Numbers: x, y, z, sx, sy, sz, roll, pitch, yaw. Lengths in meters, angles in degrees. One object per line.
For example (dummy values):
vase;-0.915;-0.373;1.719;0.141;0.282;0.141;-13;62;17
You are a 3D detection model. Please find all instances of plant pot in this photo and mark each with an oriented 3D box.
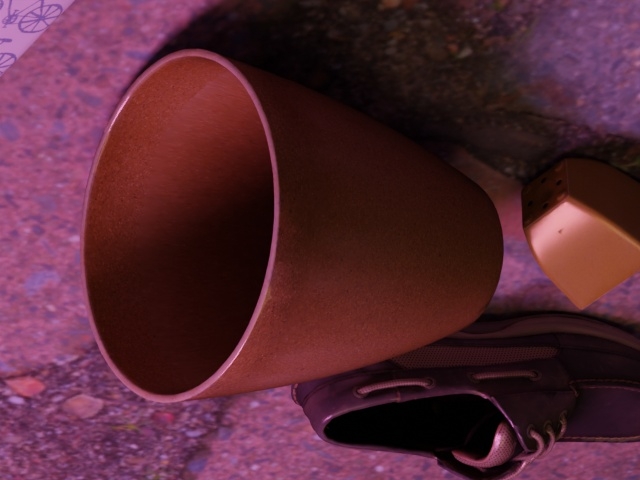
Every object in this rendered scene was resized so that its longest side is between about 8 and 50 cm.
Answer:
plant pot;0.197;-0.014;1.441;0.083;0.081;0.081;35;125;-26
plant pot;0.000;0.000;1.336;0.254;0.237;0.237;6;140;-37

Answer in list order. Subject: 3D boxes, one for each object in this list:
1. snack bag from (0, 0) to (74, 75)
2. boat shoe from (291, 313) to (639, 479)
snack bag;-0.229;-0.171;1.086;0.342;0.037;0.323;-43;163;27
boat shoe;0.137;0.142;1.571;0.355;0.130;0.132;6;138;-16
